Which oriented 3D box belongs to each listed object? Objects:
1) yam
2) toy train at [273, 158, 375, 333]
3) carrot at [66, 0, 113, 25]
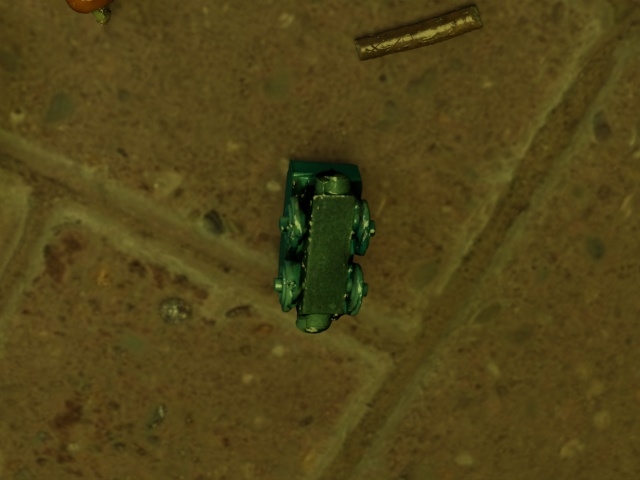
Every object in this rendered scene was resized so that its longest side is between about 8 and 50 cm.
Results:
[{"bbox_3d":[0.111,-0.233,1.546,0.145,0.032,0.032,-15,112,5],"label":"yam"},{"bbox_3d":[0.000,0.000,1.572,0.107,0.154,0.198,3,113,-7],"label":"toy train"},{"bbox_3d":[-0.303,-0.344,1.477,0.061,0.061,0.257,-34,103,12],"label":"carrot"}]
